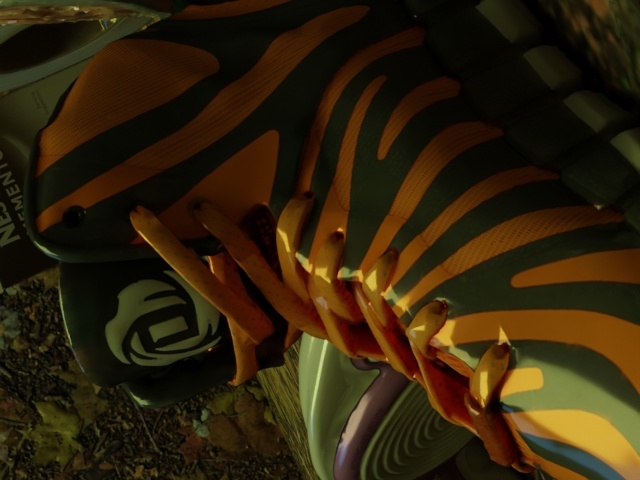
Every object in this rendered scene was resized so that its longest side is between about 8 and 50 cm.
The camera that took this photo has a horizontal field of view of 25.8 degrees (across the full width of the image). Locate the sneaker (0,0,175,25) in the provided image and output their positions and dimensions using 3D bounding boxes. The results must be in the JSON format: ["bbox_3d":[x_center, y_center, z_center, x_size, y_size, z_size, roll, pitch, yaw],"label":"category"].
[{"bbox_3d":[-0.125,-0.157,0.589,0.302,0.108,0.121,-133,40,-69],"label":"sneaker"}]

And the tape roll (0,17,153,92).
[{"bbox_3d":[-0.251,-0.241,1.146,0.169,0.246,0.246,64,172,3],"label":"tape roll"}]

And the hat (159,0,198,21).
[{"bbox_3d":[-0.071,-0.015,0.718,0.208,0.183,0.173,42,-165,-18],"label":"hat"}]

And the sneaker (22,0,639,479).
[{"bbox_3d":[0.021,0.026,0.428,0.321,0.180,0.124,57,169,44],"label":"sneaker"}]

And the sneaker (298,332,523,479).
[{"bbox_3d":[0.030,0.073,0.758,0.152,0.114,0.305,58,170,33],"label":"sneaker"}]

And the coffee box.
[{"bbox_3d":[-0.171,-0.077,1.122,0.141,0.246,0.098,66,172,-11],"label":"coffee box"}]
